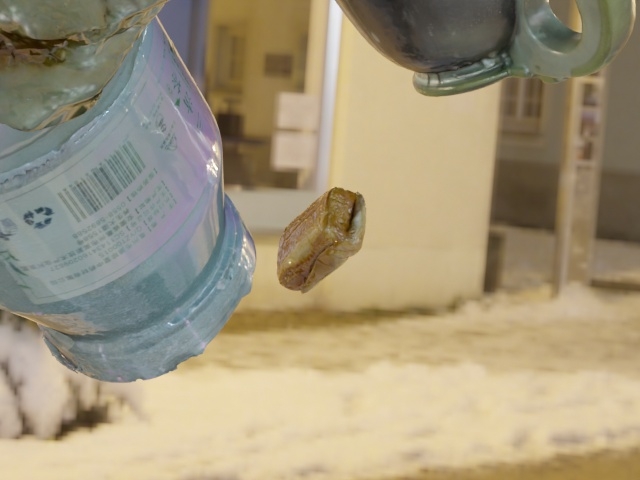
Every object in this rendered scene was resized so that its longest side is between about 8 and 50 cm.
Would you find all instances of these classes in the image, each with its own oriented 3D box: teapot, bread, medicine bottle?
[{"bbox_3d":[0.162,-0.271,1.519,0.321,0.239,0.239,-12,27,26],"label":"teapot"},{"bbox_3d":[0.000,0.000,1.625,0.053,0.074,0.132,22,-40,-21],"label":"bread"},{"bbox_3d":[-0.192,-0.044,1.224,0.245,0.245,0.290,7,-33,26],"label":"medicine bottle"}]

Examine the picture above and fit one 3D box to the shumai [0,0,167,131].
[{"bbox_3d":[-0.077,-0.178,0.724,0.271,0.222,0.204,-9,-39,12],"label":"shumai"}]
